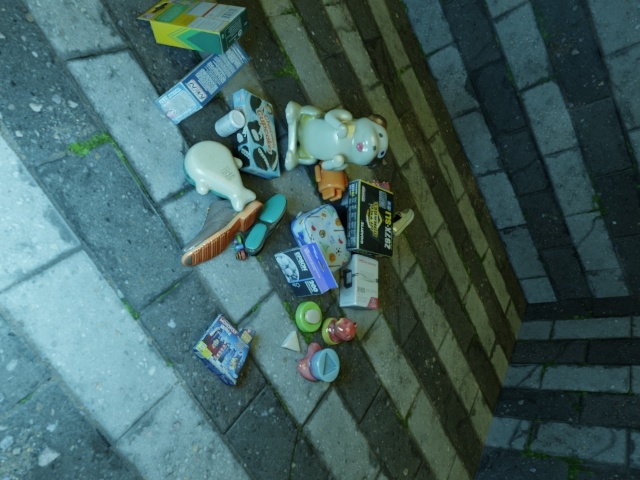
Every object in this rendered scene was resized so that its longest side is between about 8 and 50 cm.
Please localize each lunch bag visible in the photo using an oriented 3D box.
[{"bbox_3d":[0.000,0.000,1.823,0.243,0.115,0.303,-35,106,-43],"label":"lunch bag"}]

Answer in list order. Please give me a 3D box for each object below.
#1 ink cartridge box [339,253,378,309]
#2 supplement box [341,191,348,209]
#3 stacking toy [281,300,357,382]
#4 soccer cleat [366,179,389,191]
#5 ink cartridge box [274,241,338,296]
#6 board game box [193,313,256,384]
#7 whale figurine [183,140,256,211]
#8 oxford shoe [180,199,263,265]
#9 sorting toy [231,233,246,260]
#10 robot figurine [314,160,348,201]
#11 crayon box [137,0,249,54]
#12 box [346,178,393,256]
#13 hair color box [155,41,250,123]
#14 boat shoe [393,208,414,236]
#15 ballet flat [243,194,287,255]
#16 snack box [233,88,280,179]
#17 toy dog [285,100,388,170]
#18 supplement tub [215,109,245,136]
[{"bbox_3d":[0.184,0.200,1.967,0.172,0.100,0.237,18,68,-43],"label":"ink cartridge box"},{"bbox_3d":[0.232,-0.169,2.099,0.239,0.130,0.073,32,58,-38],"label":"supplement box"},{"bbox_3d":[0.010,0.402,1.707,0.279,0.130,0.309,49,48,-26],"label":"stacking toy"},{"bbox_3d":[0.293,-0.267,2.232,0.248,0.083,0.095,-7,89,-50],"label":"soccer cleat"},{"bbox_3d":[-0.059,0.121,1.654,0.045,0.208,0.206,-40,108,-48],"label":"ink cartridge box"},{"bbox_3d":[-0.316,0.354,1.427,0.194,0.060,0.194,53,46,-22],"label":"board game box"},{"bbox_3d":[-0.356,-0.213,1.460,0.272,0.141,0.216,46,52,-9],"label":"whale figurine"},{"bbox_3d":[-0.367,-0.049,1.470,0.133,0.130,0.364,39,53,9],"label":"oxford shoe"},{"bbox_3d":[-0.307,0.029,1.541,0.042,0.061,0.102,-15,82,-14],"label":"sorting toy"},{"bbox_3d":[0.052,-0.295,1.947,0.158,0.128,0.219,-2,77,-2],"label":"robot figurine"},{"bbox_3d":[-0.446,-0.770,1.486,0.083,0.323,0.203,90,21,-52],"label":"crayon box"},{"bbox_3d":[0.236,-0.094,1.945,0.257,0.079,0.322,15,73,-44],"label":"box"},{"bbox_3d":[-0.414,-0.576,1.497,0.105,0.174,0.347,51,48,-28],"label":"hair color box"},{"bbox_3d":[0.447,-0.120,2.339,0.258,0.095,0.084,-49,119,-43],"label":"boat shoe"},{"bbox_3d":[-0.216,-0.055,1.627,0.280,0.095,0.096,-60,166,-27],"label":"ballet flat"},{"bbox_3d":[-0.254,-0.421,1.682,0.187,0.060,0.322,6,74,-59],"label":"snack box"},{"bbox_3d":[0.088,-0.424,1.804,0.395,0.408,0.284,-35,133,-70],"label":"toy dog"},{"bbox_3d":[-0.343,-0.443,1.584,0.071,0.107,0.071,14,70,-44],"label":"supplement tub"}]
